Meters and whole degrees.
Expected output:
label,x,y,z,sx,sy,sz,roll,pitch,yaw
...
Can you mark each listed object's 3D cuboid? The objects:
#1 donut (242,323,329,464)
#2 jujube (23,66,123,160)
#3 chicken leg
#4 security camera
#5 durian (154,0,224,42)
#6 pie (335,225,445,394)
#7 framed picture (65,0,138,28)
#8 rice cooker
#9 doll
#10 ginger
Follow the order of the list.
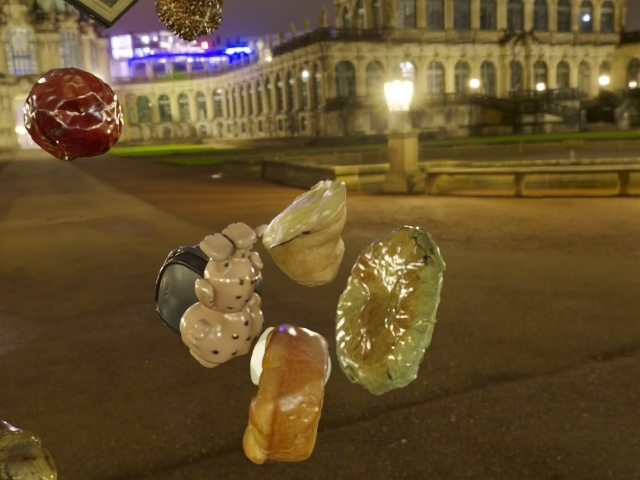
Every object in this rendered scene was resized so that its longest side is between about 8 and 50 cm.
label,x,y,z,sx,sy,sz,roll,pitch,yaw
donut,-0.071,0.327,1.406,0.150,0.299,0.317,10,47,0
jujube,-0.557,-0.284,1.476,0.213,0.212,0.232,-9,9,-32
chicken leg,-0.485,0.310,0.972,0.228,0.088,0.103,37,54,22
security camera,-0.078,0.386,2.020,0.237,0.194,0.195,19,1,-22
durian,-0.144,-0.258,0.693,0.080,0.080,0.091,9,-25,48
pie,0.114,0.110,1.094,0.071,0.306,0.306,23,-2,-25
framed picture,-0.277,-0.386,0.853,0.195,0.199,0.010,37,-13,15
rice cooker,-0.296,0.131,1.731,0.267,0.266,0.224,3,15,30
doll,-0.151,0.092,1.075,0.119,0.277,0.154,37,40,28
ginger,0.000,-0.002,0.904,0.115,0.122,0.193,-43,8,-29
